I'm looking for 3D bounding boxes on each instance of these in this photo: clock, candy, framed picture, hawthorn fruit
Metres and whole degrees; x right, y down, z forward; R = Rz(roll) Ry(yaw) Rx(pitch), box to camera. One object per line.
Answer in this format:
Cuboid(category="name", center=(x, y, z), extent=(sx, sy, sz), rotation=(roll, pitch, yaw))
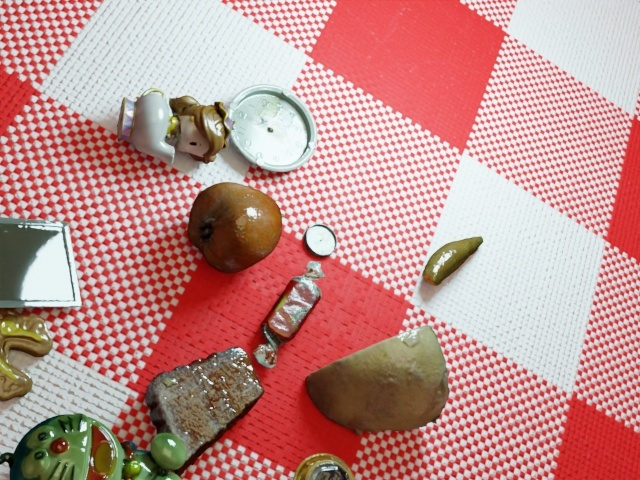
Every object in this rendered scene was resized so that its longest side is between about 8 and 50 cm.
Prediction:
Cuboid(category="clock", center=(0.000, 0.000, 1.931), extent=(0.085, 0.017, 0.085), rotation=(9, 66, -21))
Cuboid(category="candy", center=(-0.066, 0.160, 1.809), extent=(0.086, 0.059, 0.292), rotation=(37, 58, -3))
Cuboid(category="clock", center=(-0.122, -0.268, 1.969), extent=(0.237, 0.053, 0.236), rotation=(8, 68, -20))
Cuboid(category="framed picture", center=(-0.603, 0.044, 1.591), extent=(0.252, 0.014, 0.197), rotation=(4, 63, -44))
Cuboid(category="hawthorn fruit", center=(-0.165, -0.037, 1.784), extent=(0.251, 0.199, 0.199), rotation=(-15, 75, -43))

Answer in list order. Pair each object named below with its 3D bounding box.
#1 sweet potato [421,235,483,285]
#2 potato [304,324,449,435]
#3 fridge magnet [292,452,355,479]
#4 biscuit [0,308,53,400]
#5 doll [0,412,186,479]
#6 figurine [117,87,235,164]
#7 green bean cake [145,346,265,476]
Cuboid(category="sweet potato", center=(0.331, 0.038, 2.039), extent=(0.077, 0.077, 0.244), rotation=(50, 52, 2))
Cuboid(category="potato", center=(0.136, 0.328, 1.752), extent=(0.264, 0.189, 0.211), rotation=(-13, 75, -28))
Cuboid(category="fridge magnet", center=(0.010, 0.518, 1.688), extent=(0.143, 0.063, 0.143), rotation=(8, 65, -18))
Cuboid(category="biscuit", center=(-0.668, 0.181, 1.536), extent=(0.295, 0.044, 0.186), rotation=(25, 58, -13))
Cuboid(category="doll", center=(-0.417, 0.426, 1.459), extent=(0.322, 0.186, 0.198), rotation=(22, 41, -19))
Cuboid(category="figurine", center=(-0.320, -0.257, 1.821), extent=(0.264, 0.142, 0.189), rotation=(5, 70, -20))
Cuboid(category="green bean cake", center=(-0.228, 0.337, 1.637), extent=(0.233, 0.097, 0.198), rotation=(-22, 78, -30))
